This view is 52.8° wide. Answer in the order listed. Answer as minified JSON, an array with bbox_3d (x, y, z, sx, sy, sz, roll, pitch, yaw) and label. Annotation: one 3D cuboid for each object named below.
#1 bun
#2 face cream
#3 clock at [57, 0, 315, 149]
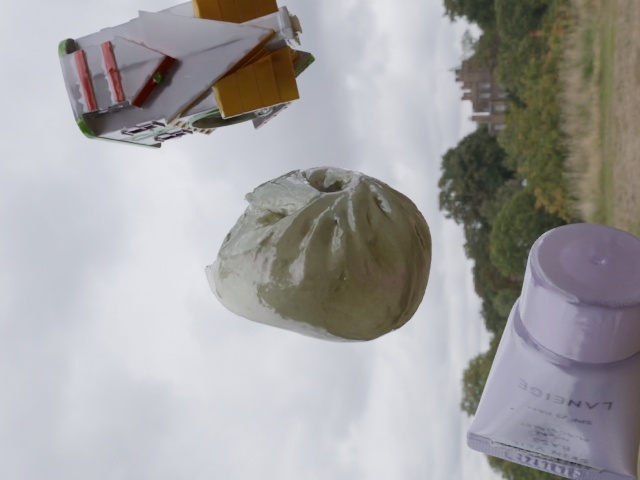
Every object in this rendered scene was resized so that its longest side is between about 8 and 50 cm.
[{"bbox_3d":[0.000,0.000,0.560,0.178,0.193,0.127,-109,27,-65],"label":"bun"},{"bbox_3d":[0.203,0.116,0.534,0.096,0.154,0.273,-63,-26,-44],"label":"face cream"},{"bbox_3d":[-0.161,-0.234,0.912,0.235,0.310,0.166,-21,-84,-78],"label":"clock"}]
